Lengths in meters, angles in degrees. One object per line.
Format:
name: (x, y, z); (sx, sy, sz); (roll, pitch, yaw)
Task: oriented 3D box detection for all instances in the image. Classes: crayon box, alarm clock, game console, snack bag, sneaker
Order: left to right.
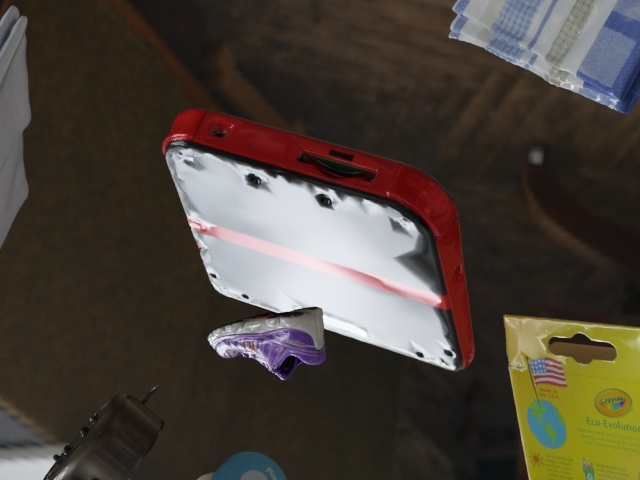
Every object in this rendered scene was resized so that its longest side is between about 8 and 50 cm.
snack bag: (-0.366, -0.020, 1.690); (0.037, 0.323, 0.342); (17, 146, 2)
alarm clock: (-0.199, 0.192, 1.525); (0.064, 0.192, 0.129); (42, 129, -3)
sneaker: (-0.057, 0.113, 1.713); (0.068, 0.071, 0.170); (-12, -179, -37)
game console: (0.000, 0.000, 1.992); (0.386, 0.060, 0.342); (18, 148, 25)
crayon box: (0.296, 0.218, 1.571); (0.202, 0.081, 0.319); (4, 110, 49)

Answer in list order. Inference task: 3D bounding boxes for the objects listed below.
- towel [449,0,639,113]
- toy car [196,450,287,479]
towel: (0.223, -0.230, 1.353); (0.034, 0.209, 0.285); (23, -172, -30)
toy car: (-0.023, 0.340, 1.594); (0.238, 0.210, 0.219); (10, 144, -20)
